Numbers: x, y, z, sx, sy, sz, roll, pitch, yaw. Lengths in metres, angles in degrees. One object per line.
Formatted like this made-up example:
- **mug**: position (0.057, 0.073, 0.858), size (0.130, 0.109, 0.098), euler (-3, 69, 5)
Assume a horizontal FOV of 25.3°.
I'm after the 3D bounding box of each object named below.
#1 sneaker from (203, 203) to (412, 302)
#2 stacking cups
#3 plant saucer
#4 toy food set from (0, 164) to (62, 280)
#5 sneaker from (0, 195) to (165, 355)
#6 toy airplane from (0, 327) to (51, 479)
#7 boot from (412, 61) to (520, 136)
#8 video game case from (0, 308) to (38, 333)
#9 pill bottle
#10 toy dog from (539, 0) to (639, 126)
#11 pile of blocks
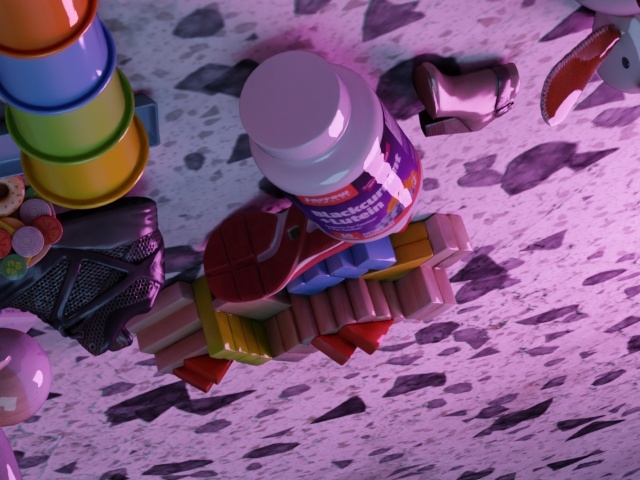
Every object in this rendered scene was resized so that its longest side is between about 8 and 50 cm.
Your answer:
- **sneaker**: position (0.000, 0.000, 1.326), size (0.221, 0.087, 0.128), euler (-23, 166, 41)
- **stacking cups**: position (-0.168, -0.131, 0.902), size (0.096, 0.096, 0.316), euler (-13, 156, -8)
- **plant saucer**: position (-0.218, -0.075, 1.087), size (0.192, 0.018, 0.067), euler (-12, 157, -9)
- **toy food set**: position (-0.249, -0.013, 1.131), size (0.082, 0.020, 0.083), euler (32, 91, -20)
- **sneaker**: position (-0.238, 0.048, 1.200), size (0.227, 0.130, 0.087), euler (-13, -170, -10)
- **toy airplane**: position (-0.315, 0.203, 1.209), size (0.272, 0.386, 0.384), euler (-49, 143, -16)
- **boot**: position (0.124, -0.127, 1.184), size (0.087, 0.042, 0.118), euler (-22, 159, -5)
- **video game case**: position (-0.369, 0.103, 1.387), size (0.143, 0.019, 0.157), euler (1, 151, -37)
- **pill bottle**: position (0.007, -0.075, 1.124), size (0.108, 0.108, 0.193), euler (-22, 157, 12)
- **toy dog**: position (0.235, -0.165, 1.007), size (0.220, 0.161, 0.333), euler (-30, 154, 29)
- **pile of blocks**: position (-0.015, 0.073, 1.443), size (0.362, 0.113, 0.149), euler (-19, 157, 4)
